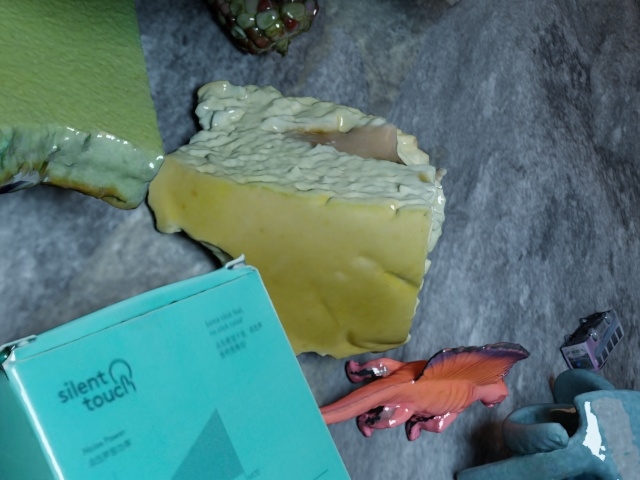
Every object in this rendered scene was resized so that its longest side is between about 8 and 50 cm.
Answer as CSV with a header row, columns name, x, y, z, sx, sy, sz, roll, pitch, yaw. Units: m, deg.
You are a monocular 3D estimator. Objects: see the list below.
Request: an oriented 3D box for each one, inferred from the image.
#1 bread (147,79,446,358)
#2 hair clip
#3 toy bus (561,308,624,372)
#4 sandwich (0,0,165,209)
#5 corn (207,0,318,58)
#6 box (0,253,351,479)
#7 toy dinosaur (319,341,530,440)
name,x,y,z,sx,sy,sz,roll,pitch,yaw
bread,-0.011,0.003,0.762,0.184,0.224,0.211,-67,163,-52
hair clip,0.291,0.269,0.808,0.238,0.392,0.318,-15,82,-27
toy bus,0.339,0.125,1.135,0.130,0.037,0.052,-27,95,-54
sandwich,-0.170,-0.107,0.597,0.212,0.063,0.245,49,32,13
corn,-0.100,-0.291,0.822,0.280,0.092,0.092,55,38,-5
box,-0.074,0.189,0.540,0.205,0.118,0.311,-22,87,-55
toy dinosaur,0.086,0.114,0.756,0.286,0.139,0.070,13,58,-45
